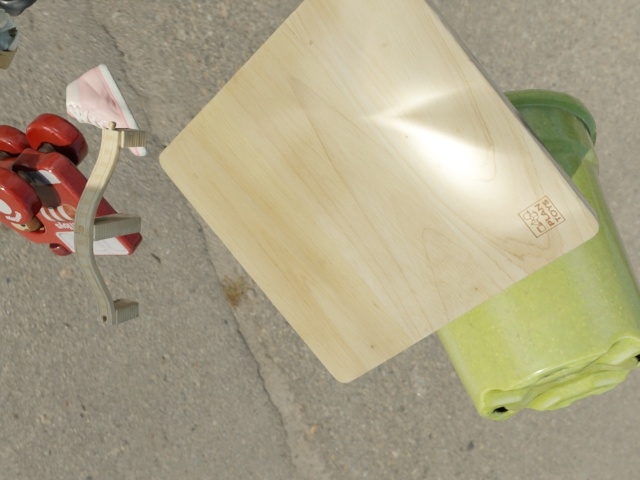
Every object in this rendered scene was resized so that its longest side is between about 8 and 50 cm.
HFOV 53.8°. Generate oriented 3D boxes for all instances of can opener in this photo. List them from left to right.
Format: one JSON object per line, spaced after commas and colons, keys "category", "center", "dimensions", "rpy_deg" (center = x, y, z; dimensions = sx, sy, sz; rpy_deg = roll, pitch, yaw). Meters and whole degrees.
{"category": "can opener", "center": [-0.531, -0.395, 0.980], "dimensions": [0.073, 0.186, 0.059], "rpy_deg": [92, 9, -52]}

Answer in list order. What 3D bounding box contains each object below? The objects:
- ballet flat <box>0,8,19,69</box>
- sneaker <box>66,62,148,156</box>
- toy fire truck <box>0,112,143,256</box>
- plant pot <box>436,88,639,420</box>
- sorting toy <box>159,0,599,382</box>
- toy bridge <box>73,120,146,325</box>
{"category": "ballet flat", "center": [-0.422, -0.262, 0.804], "dimensions": [0.073, 0.232, 0.080], "rpy_deg": [-34, 111, 0]}
{"category": "sneaker", "center": [-0.268, -0.150, 0.782], "dimensions": [0.070, 0.134, 0.051], "rpy_deg": [-28, 168, -11]}
{"category": "toy fire truck", "center": [-0.482, -0.060, 1.091], "dimensions": [0.254, 0.302, 0.169], "rpy_deg": [58, 43, -36]}
{"category": "plant pot", "center": [0.204, 0.035, 0.653], "dimensions": [0.275, 0.254, 0.276], "rpy_deg": [-12, 150, -7]}
{"category": "sorting toy", "center": [0.041, -0.053, 0.524], "dimensions": [0.255, 0.089, 0.257], "rpy_deg": [-38, 93, 29]}
{"category": "toy bridge", "center": [-0.192, -0.013, 0.571], "dimensions": [0.063, 0.026, 0.188], "rpy_deg": [-19, 119, -60]}
